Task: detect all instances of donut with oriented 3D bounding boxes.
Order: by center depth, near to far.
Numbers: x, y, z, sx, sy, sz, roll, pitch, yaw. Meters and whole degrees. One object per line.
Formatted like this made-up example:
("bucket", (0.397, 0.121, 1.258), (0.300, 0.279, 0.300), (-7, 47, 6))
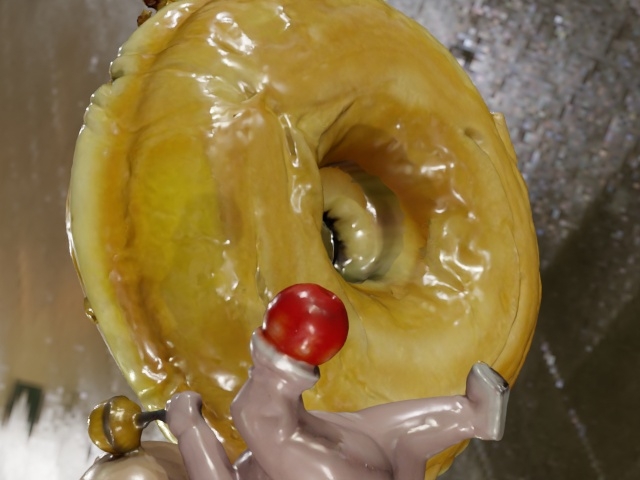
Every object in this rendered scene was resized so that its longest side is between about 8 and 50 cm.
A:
("donut", (0.000, 0.000, 1.195), (0.198, 0.449, 0.449), (-15, 61, 48))

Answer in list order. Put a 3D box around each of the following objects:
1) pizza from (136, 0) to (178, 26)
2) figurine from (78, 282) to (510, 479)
("pizza", (-0.128, -0.177, 1.369), (0.069, 0.154, 0.194), (-5, 94, 55))
("figurine", (-0.040, 0.149, 0.818), (0.186, 0.176, 0.287), (43, 110, 16))
